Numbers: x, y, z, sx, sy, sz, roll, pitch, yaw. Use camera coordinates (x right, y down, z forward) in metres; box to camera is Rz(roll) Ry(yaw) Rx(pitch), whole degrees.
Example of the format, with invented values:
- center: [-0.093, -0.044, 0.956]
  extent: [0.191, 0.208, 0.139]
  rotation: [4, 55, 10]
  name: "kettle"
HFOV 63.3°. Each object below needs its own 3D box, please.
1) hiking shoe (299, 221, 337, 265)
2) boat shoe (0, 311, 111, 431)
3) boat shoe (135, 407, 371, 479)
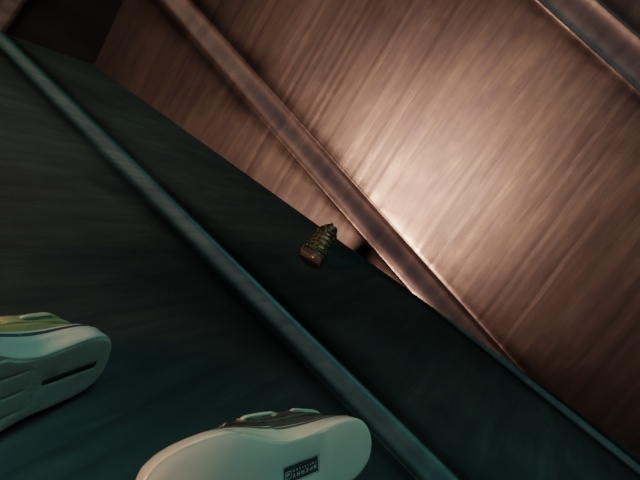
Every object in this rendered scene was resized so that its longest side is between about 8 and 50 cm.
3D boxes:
- center: [0.000, 0.000, 1.591]
  extent: [0.086, 0.114, 0.227]
  rotation: [30, 14, -7]
  name: "hiking shoe"
- center: [-0.332, 0.128, 0.493]
  extent: [0.094, 0.109, 0.302]
  rotation: [19, 1, 15]
  name: "boat shoe"
- center: [-0.077, 0.250, 0.602]
  extent: [0.301, 0.108, 0.102]
  rotation: [2, -2, -42]
  name: "boat shoe"
